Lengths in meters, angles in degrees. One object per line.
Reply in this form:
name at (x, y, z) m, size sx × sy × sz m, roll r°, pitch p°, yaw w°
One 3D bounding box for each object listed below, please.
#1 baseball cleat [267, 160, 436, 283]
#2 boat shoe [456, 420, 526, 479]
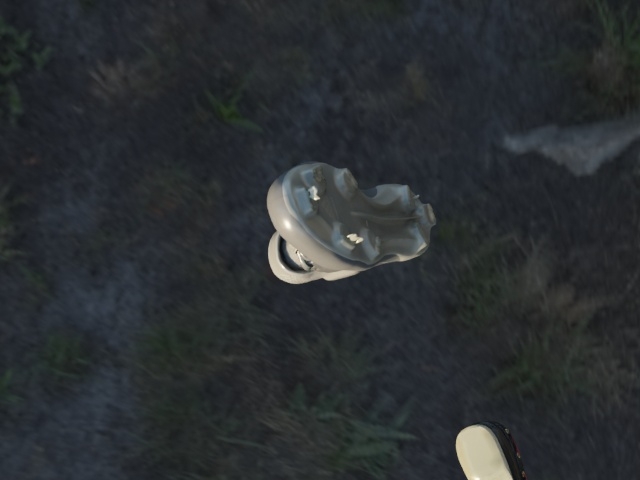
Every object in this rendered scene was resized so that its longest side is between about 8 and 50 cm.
baseball cleat at (0.000, 0.000, 1.020) m, size 0.109 × 0.206 × 0.072 m, roll -23°, pitch 75°, yaw 24°
boat shoe at (0.142, 0.203, 1.215) m, size 0.049 × 0.042 × 0.133 m, roll -19°, pitch 83°, yaw 30°
